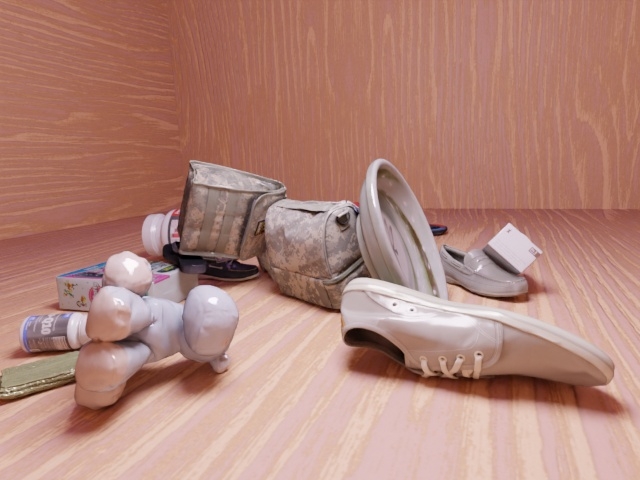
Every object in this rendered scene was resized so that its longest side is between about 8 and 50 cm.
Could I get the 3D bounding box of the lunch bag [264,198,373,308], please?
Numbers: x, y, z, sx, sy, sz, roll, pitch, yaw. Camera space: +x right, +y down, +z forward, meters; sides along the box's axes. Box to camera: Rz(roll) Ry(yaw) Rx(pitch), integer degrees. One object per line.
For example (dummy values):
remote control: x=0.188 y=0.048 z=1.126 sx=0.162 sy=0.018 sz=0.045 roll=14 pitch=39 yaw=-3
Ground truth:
lunch bag: x=-0.003 y=0.014 z=1.169 sx=0.212 sy=0.256 sz=0.305 roll=-37 pitch=29 yaw=-30

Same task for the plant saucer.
plant saucer: x=0.175 y=0.013 z=1.010 sx=0.100 sy=0.400 sz=0.400 roll=-22 pitch=1 yaw=25

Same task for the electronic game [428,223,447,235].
electronic game: x=0.508 y=-0.058 z=2.155 sx=0.229 sy=0.048 sz=0.229 roll=-3 pitch=10 yaw=0

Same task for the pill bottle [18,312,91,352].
pill bottle: x=-0.547 y=0.194 z=0.927 sx=0.137 sy=0.078 sz=0.078 roll=-4 pitch=10 yaw=-7

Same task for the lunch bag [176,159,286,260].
lunch bag: x=-0.252 y=-0.075 z=1.271 sx=0.287 sy=0.235 sz=0.169 roll=7 pitch=32 yaw=-26

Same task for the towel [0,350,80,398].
towel: x=-0.501 y=0.243 z=0.792 sx=0.148 sy=0.027 sz=0.110 roll=-11 pitch=13 yaw=-37

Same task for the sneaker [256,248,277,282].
sneaker: x=-0.118 y=0.053 z=1.459 sx=0.146 sy=0.102 sz=0.293 roll=-20 pitch=16 yaw=-19

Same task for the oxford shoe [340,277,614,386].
oxford shoe: x=0.230 y=0.180 z=0.743 sx=0.449 sy=0.169 sz=0.130 roll=11 pitch=59 yaw=26

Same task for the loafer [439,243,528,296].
loafer: x=0.439 y=0.081 z=1.231 sx=0.112 sy=0.111 sz=0.319 roll=-6 pitch=11 yaw=-27

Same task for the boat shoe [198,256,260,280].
boat shoe: x=-0.323 y=0.086 z=1.464 sx=0.254 sy=0.079 sz=0.095 roll=2 pitch=11 yaw=23

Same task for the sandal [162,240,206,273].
sandal: x=-0.395 y=0.038 z=1.287 sx=0.097 sy=0.054 sz=0.254 roll=-5 pitch=15 yaw=-35

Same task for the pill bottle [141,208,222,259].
pill bottle: x=-0.501 y=-0.024 z=1.744 sx=0.363 sy=0.210 sz=0.210 roll=-1 pitch=10 yaw=7

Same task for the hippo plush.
hippo plush: x=-0.268 y=0.179 z=0.761 sx=0.237 sy=0.234 sz=0.294 roll=13 pitch=-35 yaw=-17

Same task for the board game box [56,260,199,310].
board game box: x=-0.540 y=0.127 z=1.249 sx=0.303 sy=0.097 sz=0.224 roll=0 pitch=10 yaw=14

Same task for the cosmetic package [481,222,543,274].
cosmetic package: x=0.529 y=0.035 z=1.235 sx=0.117 sy=0.085 sz=0.231 roll=46 pitch=6 yaw=17

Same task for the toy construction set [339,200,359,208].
toy construction set: x=0.144 y=0.031 z=1.424 sx=0.309 sy=0.257 sz=0.237 roll=9 pitch=21 yaw=-28
